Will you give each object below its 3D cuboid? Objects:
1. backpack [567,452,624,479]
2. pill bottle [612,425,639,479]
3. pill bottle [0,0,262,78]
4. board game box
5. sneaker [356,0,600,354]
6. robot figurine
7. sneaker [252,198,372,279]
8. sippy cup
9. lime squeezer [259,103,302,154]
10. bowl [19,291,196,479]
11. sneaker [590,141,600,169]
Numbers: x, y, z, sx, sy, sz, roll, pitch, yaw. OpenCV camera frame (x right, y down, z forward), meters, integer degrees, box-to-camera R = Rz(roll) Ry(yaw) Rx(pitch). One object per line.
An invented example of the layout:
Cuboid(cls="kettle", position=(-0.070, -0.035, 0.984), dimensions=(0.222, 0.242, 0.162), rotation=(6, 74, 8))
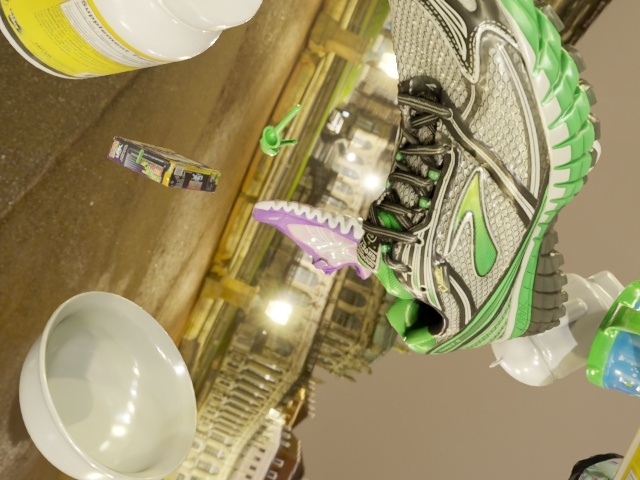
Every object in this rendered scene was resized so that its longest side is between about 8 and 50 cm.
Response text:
Cuboid(cls="backpack", position=(0.566, 0.474, 0.948), dimensions=(0.182, 0.152, 0.115), rotation=(-138, -137, -71))
Cuboid(cls="pill bottle", position=(0.407, 0.273, 0.586), dimensions=(0.117, 0.118, 0.214), rotation=(-71, 166, -59))
Cuboid(cls="pill bottle", position=(-0.232, -0.304, 0.620), dimensions=(0.188, 0.334, 0.187), rotation=(-10, 103, -52))
Cuboid(cls="board game box", position=(-0.296, -0.144, 1.005), dimensions=(0.048, 0.141, 0.170), rotation=(-68, 164, 8))
Cuboid(cls="sneaker", position=(0.095, -0.027, 0.377), dimensions=(0.134, 0.147, 0.343), rotation=(-117, -172, -53))
Cuboid(cls="robot figurine", position=(0.563, 0.215, 1.249), dimensions=(0.354, 0.199, 0.300), rotation=(-32, 147, 6))
Cuboid(cls="sneaker", position=(0.000, 0.000, 0.841), dimensions=(0.095, 0.237, 0.104), rotation=(-122, -131, -79))
Cuboid(cls="sippy cup", position=(0.672, 0.223, 0.986), dimensions=(0.224, 0.306, 0.239), rotation=(28, -60, 45))
Cuboid(cls="lime squeezer", position=(-0.102, -0.265, 1.339), dimensions=(0.310, 0.110, 0.058), rotation=(131, -55, -83))
Cuboid(cls="bowl", position=(-0.332, 0.236, 0.777), dimensions=(0.134, 0.297, 0.298), rotation=(-32, -168, 13))
Cuboid(cls="sneaker", position=(0.490, -0.105, 1.115), dimensions=(0.293, 0.108, 0.169), rotation=(-40, -169, 17))
